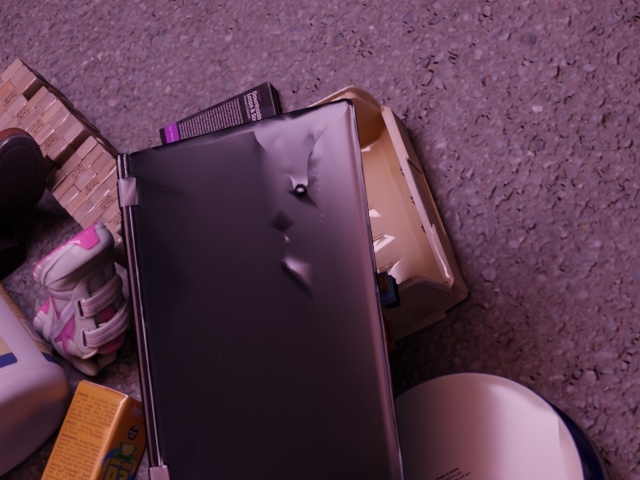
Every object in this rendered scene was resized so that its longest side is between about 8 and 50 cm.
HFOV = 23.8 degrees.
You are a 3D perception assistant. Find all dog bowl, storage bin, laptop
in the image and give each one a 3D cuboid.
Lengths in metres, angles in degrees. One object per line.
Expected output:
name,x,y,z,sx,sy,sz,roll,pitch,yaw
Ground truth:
dog bowl,0.158,0.272,1.552,0.264,0.104,0.265,-10,66,23
storage bin,0.000,0.000,1.730,0.260,0.123,0.262,-27,60,15
laptop,-0.081,0.094,1.607,0.236,0.408,0.382,-6,81,-7

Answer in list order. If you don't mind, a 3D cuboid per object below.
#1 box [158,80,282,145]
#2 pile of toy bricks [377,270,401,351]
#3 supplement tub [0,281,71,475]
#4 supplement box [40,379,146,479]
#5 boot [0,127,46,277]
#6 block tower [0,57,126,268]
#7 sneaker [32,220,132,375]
box,-0.118,-0.115,1.892,0.162,0.029,0.116,-22,62,19
pile of toy bricks,0.005,0.029,1.582,0.118,0.105,0.212,-19,63,19
supplement tub,-0.471,0.124,1.825,0.228,0.228,0.316,-42,69,6
supplement box,-0.276,0.288,1.779,0.080,0.078,0.233,11,76,30
boot,-0.444,-0.132,1.961,0.096,0.264,0.280,-14,59,-23
block tower,-0.308,-0.097,1.943,0.097,0.091,0.335,-46,58,4
sneaker,-0.268,0.072,1.797,0.111,0.252,0.103,43,61,16
